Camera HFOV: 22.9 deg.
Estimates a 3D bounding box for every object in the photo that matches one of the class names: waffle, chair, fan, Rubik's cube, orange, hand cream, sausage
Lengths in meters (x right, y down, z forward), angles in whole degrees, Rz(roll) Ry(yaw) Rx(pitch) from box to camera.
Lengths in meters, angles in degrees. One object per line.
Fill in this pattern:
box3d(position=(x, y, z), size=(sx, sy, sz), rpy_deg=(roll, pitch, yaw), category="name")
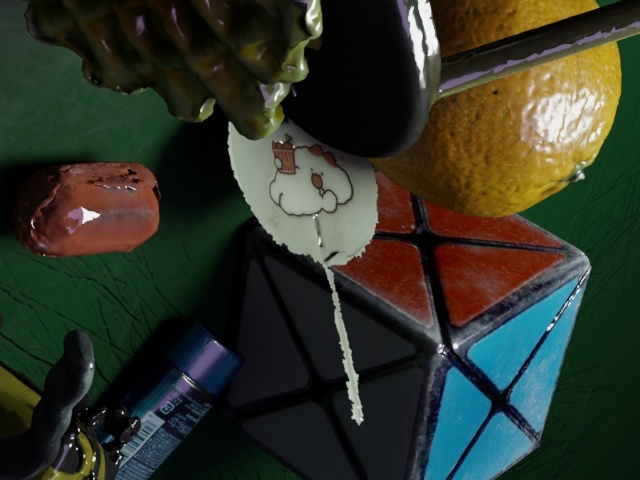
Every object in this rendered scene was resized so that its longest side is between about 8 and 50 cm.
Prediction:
box3d(position=(-0.116, -0.207, 0.947), size=(0.073, 0.297, 0.317), rpy_deg=(-48, 158, -33), category="waffle")
box3d(position=(0.112, -0.288, 1.090), size=(0.410, 0.362, 0.364), rpy_deg=(-35, 121, -19), category="chair")
box3d(position=(-0.001, 0.000, 1.379), size=(0.191, 0.009, 0.329), rpy_deg=(0, 73, -49), category="fan")
box3d(position=(0.083, 0.101, 1.569), size=(0.259, 0.255, 0.260), rpy_deg=(-28, 139, -40), category="Rubik's cube")
box3d(position=(0.140, -0.146, 1.400), size=(0.264, 0.264, 0.264), rpy_deg=(-37, 145, -32), category="orange")
box3d(position=(-0.181, 0.194, 1.473), size=(0.270, 0.061, 0.120), rpy_deg=(-50, 149, -3), category="hand cream")
box3d(position=(-0.183, -0.025, 1.238), size=(0.141, 0.076, 0.076), rpy_deg=(-11, 127, -54), category="sausage")

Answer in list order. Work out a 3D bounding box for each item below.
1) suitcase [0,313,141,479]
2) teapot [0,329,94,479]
box3d(position=(-0.270, 0.182, 1.182), size=(0.235, 0.194, 0.143), rpy_deg=(-56, 160, -2), category="suitcase")
box3d(position=(-0.322, 0.108, 1.016), size=(0.305, 0.223, 0.285), rpy_deg=(-33, 151, -23), category="teapot")
